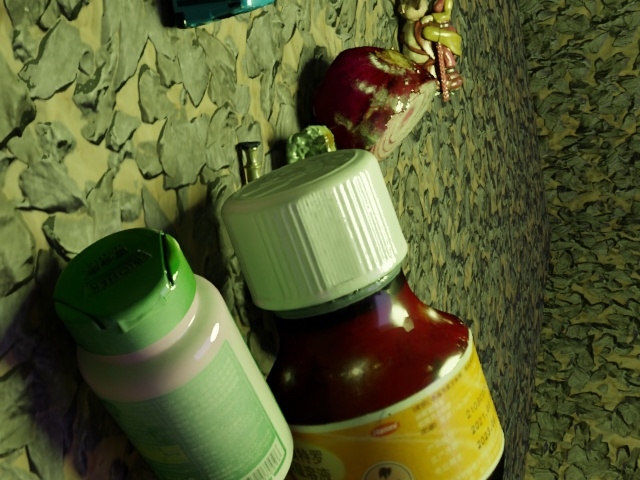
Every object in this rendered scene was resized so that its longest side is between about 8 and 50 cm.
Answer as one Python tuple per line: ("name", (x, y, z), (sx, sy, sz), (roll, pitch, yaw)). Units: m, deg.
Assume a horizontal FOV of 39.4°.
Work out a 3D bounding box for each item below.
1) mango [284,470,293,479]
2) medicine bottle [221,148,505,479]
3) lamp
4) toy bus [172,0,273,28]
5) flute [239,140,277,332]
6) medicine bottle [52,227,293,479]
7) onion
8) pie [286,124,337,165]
("mango", (0.009, 0.370, 1.102), (0.295, 0.120, 0.177), (66, 23, -46))
("medicine bottle", (0.034, 0.108, 0.948), (0.395, 0.243, 0.242), (67, 26, -11))
("lamp", (0.200, -0.390, 1.649), (0.118, 0.118, 0.253), (-55, 139, -56))
("toy bus", (-0.106, -0.308, 0.881), (0.090, 0.106, 0.184), (-49, 133, -63))
("flute", (-0.070, -0.002, 1.060), (0.027, 0.027, 0.232), (-35, 121, -65))
("medicine bottle", (-0.123, 0.119, 0.776), (0.133, 0.134, 0.274), (-71, 152, -42))
("onion", (0.056, -0.170, 1.263), (0.218, 0.140, 0.195), (-61, 175, 32))
("pie", (0.002, 0.006, 1.153), (0.302, 0.067, 0.302), (-4, 90, -75))
